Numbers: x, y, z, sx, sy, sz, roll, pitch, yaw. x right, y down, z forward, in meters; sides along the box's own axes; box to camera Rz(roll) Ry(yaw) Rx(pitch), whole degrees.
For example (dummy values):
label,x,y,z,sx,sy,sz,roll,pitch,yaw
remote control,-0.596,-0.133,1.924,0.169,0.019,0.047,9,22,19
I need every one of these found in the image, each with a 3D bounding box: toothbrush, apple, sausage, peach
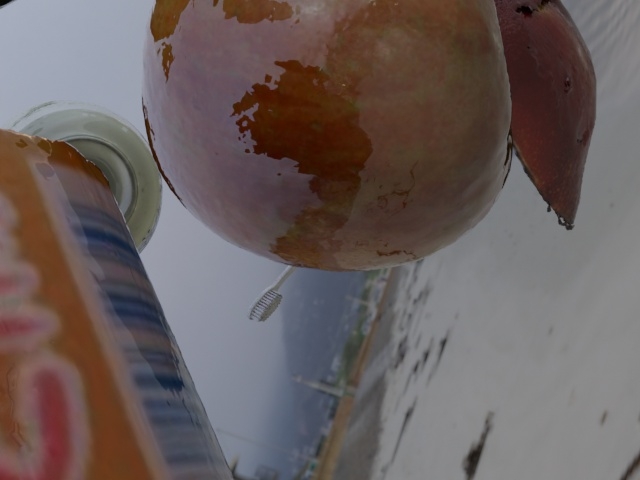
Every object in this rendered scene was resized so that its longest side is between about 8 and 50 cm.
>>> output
label,x,y,z,sx,sy,sz,roll,pitch,yaw
toothbrush,0.000,0.000,1.465,0.307,0.029,0.025,-50,-45,-17
apple,-0.001,-0.114,0.732,0.301,0.301,0.302,19,-90,-86
sausage,-0.151,0.125,0.446,0.233,0.233,0.287,97,149,-68
peach,0.212,-0.149,0.957,0.189,0.068,0.279,-19,-93,-55

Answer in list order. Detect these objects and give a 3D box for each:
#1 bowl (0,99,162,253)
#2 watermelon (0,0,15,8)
label,x,y,z,sx,sy,sz,roll,pitch,yaw
bowl,-0.300,-0.061,1.253,0.126,0.237,0.238,4,75,70
watermelon,-0.322,-0.310,0.789,0.285,0.285,0.285,19,-90,-86
